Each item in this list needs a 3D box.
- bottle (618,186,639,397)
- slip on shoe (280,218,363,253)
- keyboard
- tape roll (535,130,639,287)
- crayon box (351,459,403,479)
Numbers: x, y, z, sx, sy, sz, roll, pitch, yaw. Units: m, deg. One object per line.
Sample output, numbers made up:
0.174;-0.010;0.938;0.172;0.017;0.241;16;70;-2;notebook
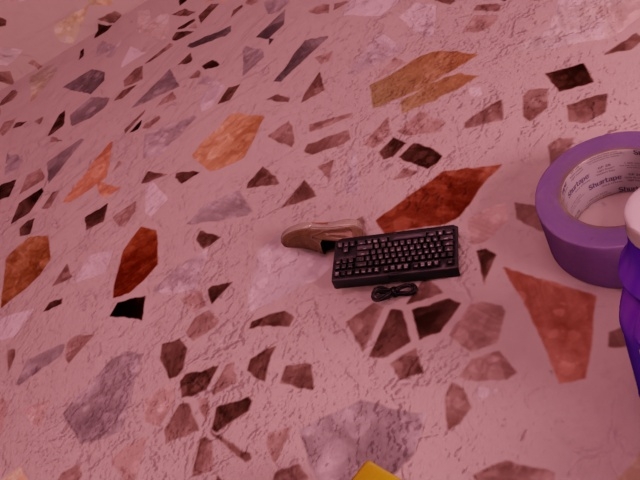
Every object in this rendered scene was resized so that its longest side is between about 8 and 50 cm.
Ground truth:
0.329;0.063;0.663;0.092;0.282;0.118;25;65;44;bottle
0.000;0.000;1.116;0.135;0.051;0.041;-6;59;20;slip on shoe
0.102;0.033;1.018;0.180;0.023;0.108;-8;60;22;keyboard
0.364;-0.040;0.893;0.189;0.080;0.189;-19;43;18;tape roll
0.086;0.392;0.584;0.313;0.106;0.363;-47;36;-21;crayon box
